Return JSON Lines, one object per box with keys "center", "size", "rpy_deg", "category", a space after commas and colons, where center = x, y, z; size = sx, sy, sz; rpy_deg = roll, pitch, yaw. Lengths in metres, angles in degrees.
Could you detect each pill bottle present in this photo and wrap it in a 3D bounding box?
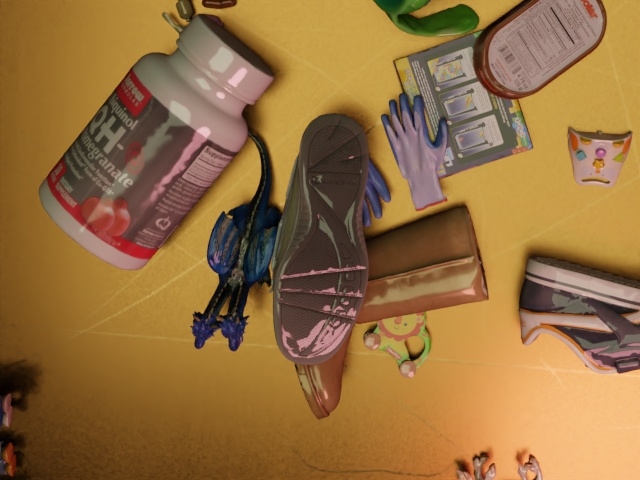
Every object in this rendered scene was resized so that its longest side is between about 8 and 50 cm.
{"center": [-0.207, -0.131, 1.756], "size": [0.176, 0.176, 0.318], "rpy_deg": [40, 101, -2], "category": "pill bottle"}

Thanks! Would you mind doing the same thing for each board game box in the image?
{"center": [0.188, -0.180, 1.772], "size": [0.141, 0.048, 0.170], "rpy_deg": [-17, 97, 10], "category": "board game box"}

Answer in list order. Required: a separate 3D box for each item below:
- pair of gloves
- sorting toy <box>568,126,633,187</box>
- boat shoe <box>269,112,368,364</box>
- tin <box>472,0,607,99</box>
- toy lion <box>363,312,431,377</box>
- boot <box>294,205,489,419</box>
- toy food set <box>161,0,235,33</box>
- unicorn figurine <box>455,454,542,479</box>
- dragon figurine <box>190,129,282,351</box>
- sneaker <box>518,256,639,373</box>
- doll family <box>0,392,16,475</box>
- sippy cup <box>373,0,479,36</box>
{"center": [0.084, -0.105, 1.779], "size": [0.198, 0.023, 0.159], "rpy_deg": [-13, 99, 27], "category": "pair of gloves"}
{"center": [0.367, -0.106, 1.776], "size": [0.083, 0.045, 0.075], "rpy_deg": [4, 119, 5], "category": "sorting toy"}
{"center": [-0.002, -0.002, 1.736], "size": [0.118, 0.103, 0.320], "rpy_deg": [4, 90, -10], "category": "boat shoe"}
{"center": [0.283, -0.257, 1.726], "size": [0.189, 0.040, 0.106], "rpy_deg": [-37, 104, -9], "category": "tin"}
{"center": [0.112, 0.123, 1.843], "size": [0.100, 0.034, 0.096], "rpy_deg": [39, 94, -2], "category": "toy lion"}
{"center": [0.090, 0.094, 1.783], "size": [0.269, 0.089, 0.236], "rpy_deg": [-14, 78, 8], "category": "boot"}
{"center": [-0.149, -0.323, 1.799], "size": [0.122, 0.019, 0.078], "rpy_deg": [-44, 93, 3], "category": "toy food set"}
{"center": [0.269, 0.356, 1.856], "size": [0.162, 0.060, 0.111], "rpy_deg": [4, 101, 22], "category": "unicorn figurine"}
{"center": [-0.101, 0.007, 1.784], "size": [0.085, 0.144, 0.289], "rpy_deg": [15, 101, 3], "category": "dragon figurine"}
{"center": [0.417, 0.117, 1.762], "size": [0.321, 0.126, 0.127], "rpy_deg": [14, 97, 14], "category": "sneaker"}
{"center": [-0.519, 0.286, 1.906], "size": [0.163, 0.118, 0.263], "rpy_deg": [1, 118, -1], "category": "doll family"}
{"center": [0.172, -0.407, 1.641], "size": [0.224, 0.305, 0.240], "rpy_deg": [-12, 79, -16], "category": "sippy cup"}
